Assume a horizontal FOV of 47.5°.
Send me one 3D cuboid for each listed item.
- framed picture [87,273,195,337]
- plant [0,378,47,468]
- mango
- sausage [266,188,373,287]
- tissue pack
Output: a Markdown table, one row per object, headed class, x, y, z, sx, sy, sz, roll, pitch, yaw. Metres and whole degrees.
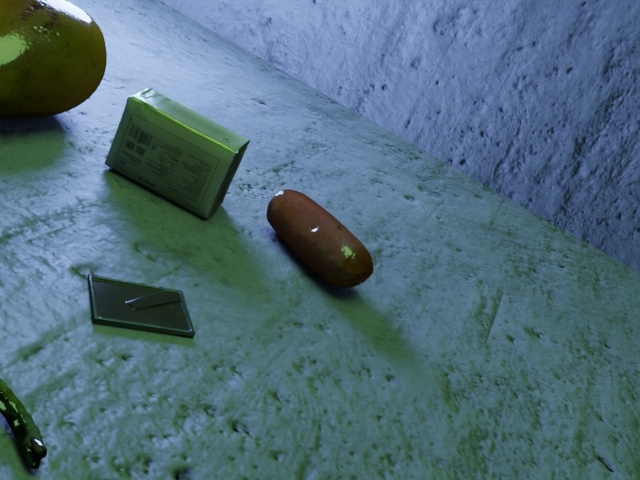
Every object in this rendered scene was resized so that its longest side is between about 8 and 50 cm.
| class | x | y | z | sx | sy | sz | roll | pitch | yaw |
| --- | --- | --- | --- | --- | --- | --- | --- | --- | --- |
| framed picture | -0.264 | 0.095 | 1.067 | 0.149 | 0.011 | 0.109 | 14 | 27 | -29 |
| plant | -0.465 | 0.120 | 0.744 | 0.333 | 0.180 | 0.251 | 52 | 0 | -34 |
| mango | -0.579 | -0.351 | 1.405 | 0.264 | 0.221 | 0.378 | 31 | 32 | -1 |
| sausage | 0.000 | 0.000 | 1.425 | 0.113 | 0.113 | 0.259 | 1 | 33 | -46 |
| tissue pack | -0.278 | -0.172 | 1.417 | 0.234 | 0.159 | 0.125 | 27 | 23 | 1 |
